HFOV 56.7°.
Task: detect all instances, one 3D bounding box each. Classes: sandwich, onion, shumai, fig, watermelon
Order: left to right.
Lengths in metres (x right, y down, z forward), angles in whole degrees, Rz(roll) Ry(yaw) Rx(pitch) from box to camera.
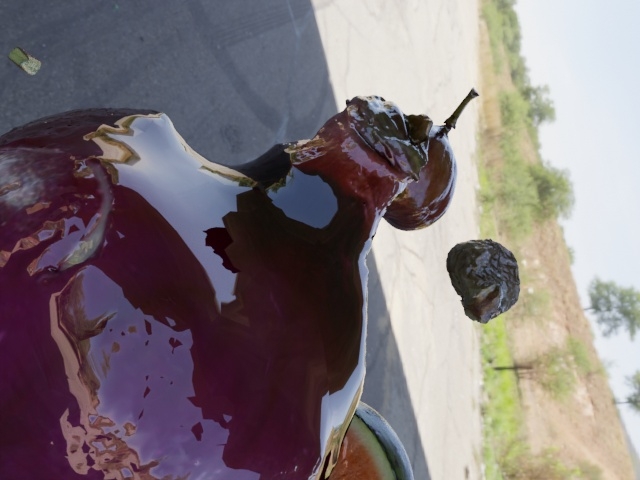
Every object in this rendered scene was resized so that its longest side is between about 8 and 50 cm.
[{"bbox_3d":[-0.518,-0.314,1.047,0.083,0.031,0.044,39,3,39],"label":"sandwich"},{"bbox_3d":[-0.070,0.037,0.498,0.398,0.420,0.398,61,4,-7],"label":"onion"},{"bbox_3d":[0.057,0.309,0.811,0.245,0.119,0.063,60,15,21],"label":"watermelon"},{"bbox_3d":[0.179,-0.148,1.091,0.250,0.186,0.204,-53,129,-10],"label":"fig"},{"bbox_3d":[0.374,0.109,1.388,0.206,0.166,0.175,58,36,-10],"label":"shumai"}]
